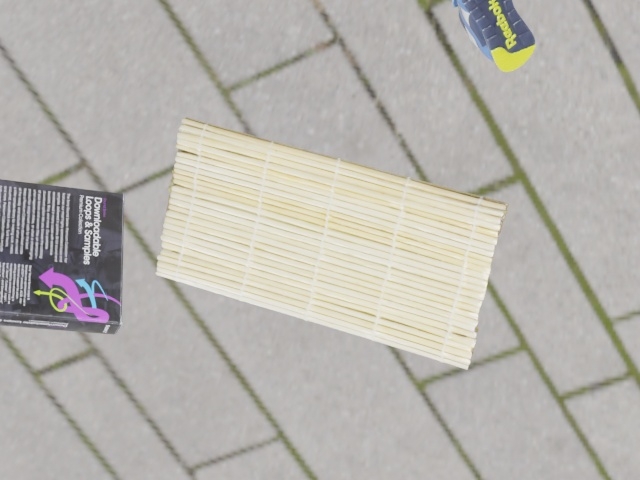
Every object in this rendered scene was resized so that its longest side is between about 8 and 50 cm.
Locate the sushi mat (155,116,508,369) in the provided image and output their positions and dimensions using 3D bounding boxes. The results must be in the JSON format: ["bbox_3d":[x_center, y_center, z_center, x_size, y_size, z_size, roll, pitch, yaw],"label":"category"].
[{"bbox_3d":[0.000,0.000,1.297,0.316,0.019,0.151,16,109,21],"label":"sushi mat"}]

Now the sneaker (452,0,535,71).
[{"bbox_3d":[0.139,-0.213,1.292,0.053,0.059,0.144,-30,128,-6],"label":"sneaker"}]

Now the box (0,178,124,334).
[{"bbox_3d":[-0.234,0.011,1.156,0.162,0.116,0.029,6,153,-16],"label":"box"}]
